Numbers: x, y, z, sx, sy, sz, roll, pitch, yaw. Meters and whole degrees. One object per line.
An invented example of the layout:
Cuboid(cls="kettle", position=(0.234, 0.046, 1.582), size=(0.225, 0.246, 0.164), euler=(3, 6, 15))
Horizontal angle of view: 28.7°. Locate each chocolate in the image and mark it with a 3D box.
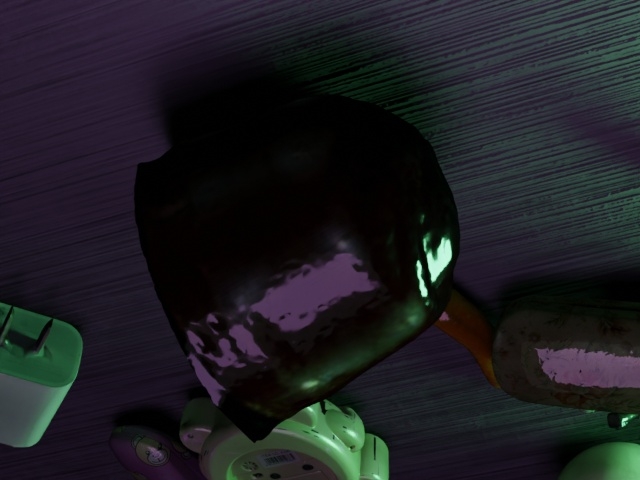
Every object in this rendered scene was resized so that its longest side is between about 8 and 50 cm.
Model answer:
Cuboid(cls="chocolate", position=(0.000, 0.000, 1.481), size=(0.331, 0.384, 0.384), euler=(-24, 133, 9))

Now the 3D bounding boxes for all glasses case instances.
Cuboid(cls="glasses case", position=(-0.237, 0.403, 2.106), size=(0.123, 0.076, 0.316), euler=(-1, 143, 34))
Cuboid(cls="glasses case", position=(0.450, 0.164, 1.727), size=(0.425, 0.098, 0.157), euler=(4, 117, 12))

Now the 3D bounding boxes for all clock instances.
Cuboid(cls="clock", position=(-0.061, 0.340, 2.015), size=(0.284, 0.114, 0.309), euler=(-15, 133, 21))

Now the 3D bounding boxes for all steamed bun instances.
Cuboid(cls="steamed bun", position=(0.491, 0.416, 2.037), size=(0.231, 0.145, 0.232), euler=(5, 129, 6))

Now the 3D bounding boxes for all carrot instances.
Cuboid(cls="carrot", position=(0.227, 0.144, 1.816), size=(0.066, 0.062, 0.271), euler=(-46, 131, 2))

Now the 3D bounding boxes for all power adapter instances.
Cuboid(cls="power adapter", position=(-0.460, 0.183, 1.846), size=(0.187, 0.124, 0.255), euler=(19, 137, -19))

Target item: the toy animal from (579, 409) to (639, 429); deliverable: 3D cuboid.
Cuboid(cls="toy animal", position=(0.475, 0.220, 1.852), size=(0.225, 0.094, 0.121), euler=(-17, 172, 16))
